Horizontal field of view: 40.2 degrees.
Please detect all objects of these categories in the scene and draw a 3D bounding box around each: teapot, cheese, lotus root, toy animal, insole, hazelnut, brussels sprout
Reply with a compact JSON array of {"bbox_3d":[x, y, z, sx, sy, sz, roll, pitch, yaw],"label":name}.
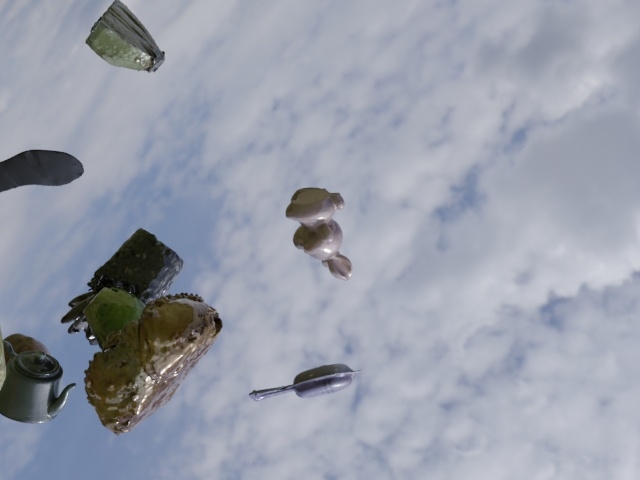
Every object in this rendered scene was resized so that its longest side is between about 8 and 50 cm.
[{"bbox_3d":[-0.684,0.320,2.055,0.162,0.239,0.149,-27,141,-65],"label":"teapot"},{"bbox_3d":[-0.022,0.239,1.449,0.190,0.105,0.042,-14,-106,-1],"label":"cheese"},{"bbox_3d":[-0.361,-0.361,1.613,0.070,0.144,0.143,-42,-166,23],"label":"lotus root"},{"bbox_3d":[-0.002,0.000,1.807,0.124,0.213,0.124,-11,-155,5],"label":"toy animal"},{"bbox_3d":[-0.726,-0.167,2.143,0.348,0.119,0.009,-9,-138,25],"label":"insole"},{"bbox_3d":[-0.886,0.378,2.593,0.214,0.214,0.176,-43,180,21],"label":"hazelnut"},{"bbox_3d":[-0.452,0.191,1.996,0.144,0.181,0.161,-41,-161,5],"label":"brussels sprout"}]

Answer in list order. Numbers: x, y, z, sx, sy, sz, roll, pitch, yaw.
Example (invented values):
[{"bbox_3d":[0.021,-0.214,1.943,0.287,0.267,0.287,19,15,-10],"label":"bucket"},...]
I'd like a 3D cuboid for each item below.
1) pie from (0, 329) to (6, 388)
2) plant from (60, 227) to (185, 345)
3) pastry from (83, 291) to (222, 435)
[{"bbox_3d":[-0.596,0.199,1.244,0.075,0.337,0.338,23,-101,35],"label":"pie"},{"bbox_3d":[-0.496,0.127,2.176,0.321,0.194,0.181,-52,174,-12],"label":"plant"},{"bbox_3d":[-0.339,0.224,1.707,0.311,0.162,0.255,-50,168,9],"label":"pastry"}]
